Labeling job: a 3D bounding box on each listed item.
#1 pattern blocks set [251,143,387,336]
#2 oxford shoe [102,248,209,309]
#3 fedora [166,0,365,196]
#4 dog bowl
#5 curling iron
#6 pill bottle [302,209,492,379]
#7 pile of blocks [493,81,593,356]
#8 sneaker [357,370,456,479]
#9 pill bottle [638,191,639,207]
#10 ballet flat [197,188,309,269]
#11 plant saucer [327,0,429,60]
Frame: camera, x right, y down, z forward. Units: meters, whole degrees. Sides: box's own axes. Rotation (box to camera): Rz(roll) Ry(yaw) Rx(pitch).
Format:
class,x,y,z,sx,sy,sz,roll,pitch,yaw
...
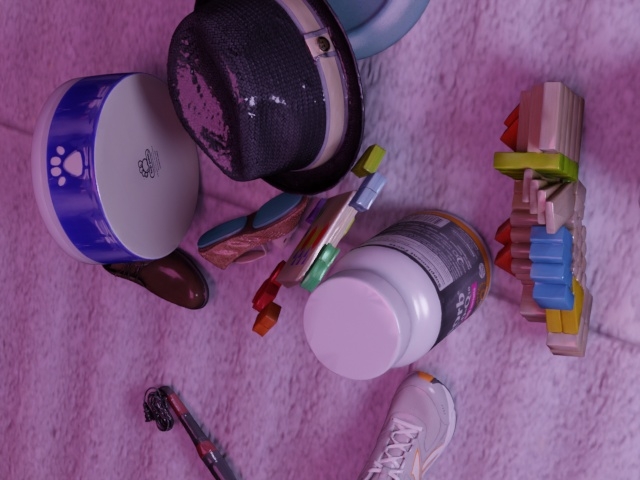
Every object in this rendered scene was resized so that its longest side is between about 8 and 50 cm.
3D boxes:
class,x,y,z,sx,sy,sz,roll,pitch,yaw
pattern blocks set,0.000,0.000,1.719,0.026,0.325,0.285,34,91,-8
oxford shoe,-0.269,0.041,1.996,0.227,0.096,0.082,31,116,15
fedora,-0.098,-0.198,1.748,0.334,0.152,0.334,24,126,37
dog bowl,-0.279,-0.100,1.857,0.104,0.265,0.264,-3,104,26
curling iron,-0.180,0.335,2.075,0.274,0.035,0.068,48,125,8
pill bottle,0.099,0.069,1.698,0.162,0.278,0.162,9,110,26
pile of blocks,0.260,-0.020,1.661,0.113,0.149,0.362,2,107,27
sneaker,0.109,0.308,1.861,0.099,0.121,0.262,23,115,19
pill bottle,0.528,-0.045,1.499,0.302,0.169,0.169,28,117,18
ballet flat,-0.083,-0.012,1.906,0.206,0.073,0.067,-22,121,34
plant saucer,0.004,-0.388,1.745,0.318,0.044,0.317,8,109,26
